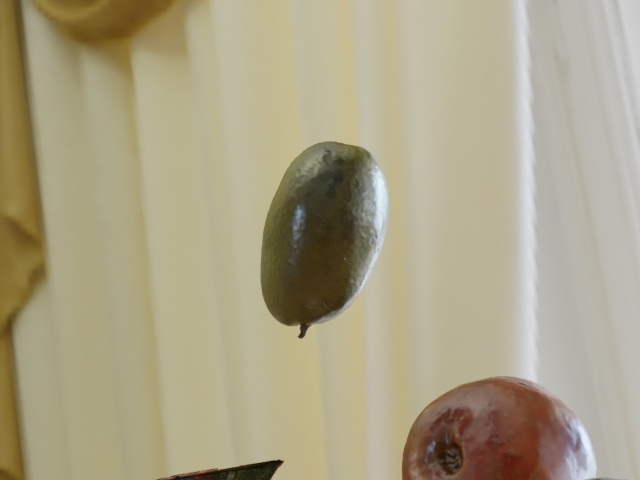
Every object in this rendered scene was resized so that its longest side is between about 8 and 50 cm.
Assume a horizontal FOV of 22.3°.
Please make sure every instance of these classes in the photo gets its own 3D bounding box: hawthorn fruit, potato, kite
[{"bbox_3d":[0.239,0.316,2.134,0.284,0.284,0.284,-9,-12,-2],"label":"hawthorn fruit"},{"bbox_3d":[0.000,0.000,2.040,0.159,0.251,0.174,12,1,40],"label":"potato"},{"bbox_3d":[-0.081,0.206,1.140,0.159,0.010,0.190,18,-50,-10],"label":"kite"}]

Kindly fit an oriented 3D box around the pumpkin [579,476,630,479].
[{"bbox_3d":[0.203,0.319,1.233,0.263,0.293,0.197,-6,-27,19],"label":"pumpkin"}]
